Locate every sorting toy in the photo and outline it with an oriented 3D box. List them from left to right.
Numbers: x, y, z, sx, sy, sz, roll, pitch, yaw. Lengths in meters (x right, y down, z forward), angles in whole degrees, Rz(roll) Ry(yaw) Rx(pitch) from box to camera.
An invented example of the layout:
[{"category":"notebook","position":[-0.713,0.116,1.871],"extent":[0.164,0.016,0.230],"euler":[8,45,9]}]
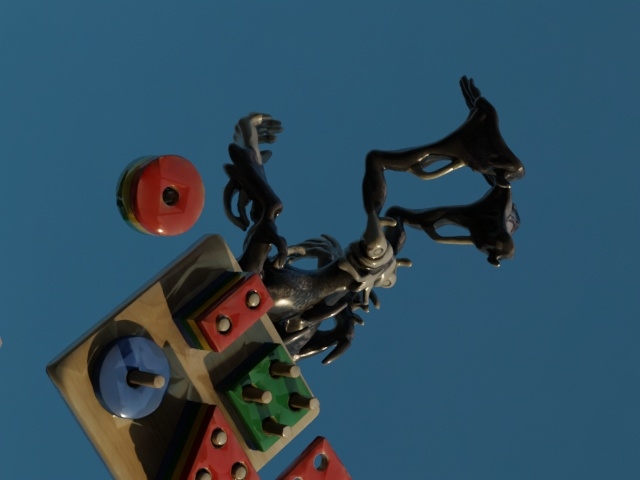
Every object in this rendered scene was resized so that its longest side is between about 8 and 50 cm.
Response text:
[{"category":"sorting toy","position":[-0.062,0.094,1.022],"extent":[0.046,0.132,0.274],"euler":[3,-53,53]}]

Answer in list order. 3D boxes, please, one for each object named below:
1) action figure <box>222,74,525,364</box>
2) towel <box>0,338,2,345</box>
[{"category":"action figure","position":[0.000,0.000,1.230],"extent":[0.275,0.164,0.141],"euler":[-25,-136,-6]},{"category":"towel","position":[-0.225,0.073,1.134],"extent":[0.009,0.060,0.083],"euler":[5,-140,15]}]
